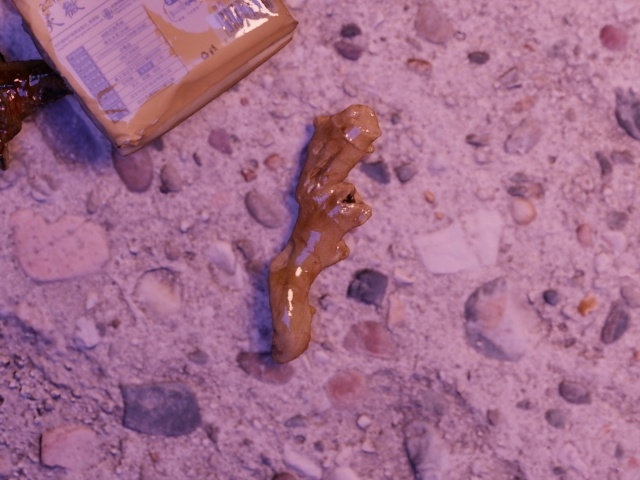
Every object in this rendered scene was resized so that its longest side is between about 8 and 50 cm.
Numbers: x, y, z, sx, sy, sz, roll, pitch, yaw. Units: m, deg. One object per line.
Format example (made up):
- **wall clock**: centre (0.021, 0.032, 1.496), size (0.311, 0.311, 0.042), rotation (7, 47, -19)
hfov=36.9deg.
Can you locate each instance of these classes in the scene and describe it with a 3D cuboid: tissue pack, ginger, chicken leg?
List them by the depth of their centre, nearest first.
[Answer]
- **tissue pack**: centre (-0.158, -0.213, 0.926), size (0.222, 0.090, 0.186), rotation (-37, 96, -1)
- **ginger**: centre (0.000, 0.000, 0.981), size (0.089, 0.075, 0.288), rotation (14, 99, 1)
- **chicken leg**: centre (-0.324, -0.154, 0.998), size (0.196, 0.080, 0.125), rotation (-34, 105, 6)
